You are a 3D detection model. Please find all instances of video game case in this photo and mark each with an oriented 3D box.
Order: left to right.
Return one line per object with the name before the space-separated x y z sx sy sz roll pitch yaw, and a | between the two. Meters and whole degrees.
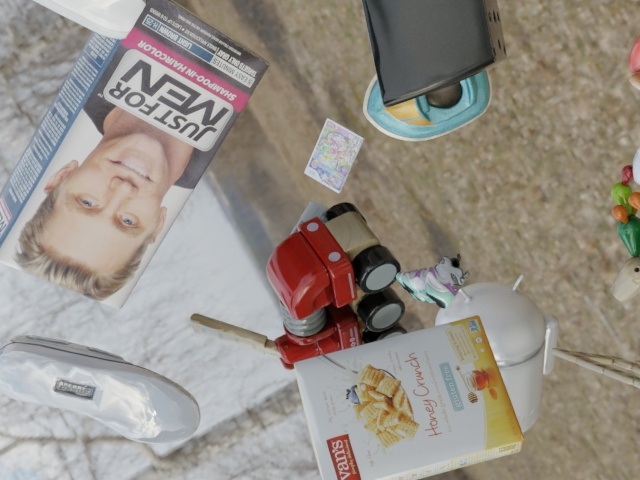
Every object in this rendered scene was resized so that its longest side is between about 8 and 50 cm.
video game case | 0.026 -0.166 1.959 0.087 0.122 0.011 32 -159 21

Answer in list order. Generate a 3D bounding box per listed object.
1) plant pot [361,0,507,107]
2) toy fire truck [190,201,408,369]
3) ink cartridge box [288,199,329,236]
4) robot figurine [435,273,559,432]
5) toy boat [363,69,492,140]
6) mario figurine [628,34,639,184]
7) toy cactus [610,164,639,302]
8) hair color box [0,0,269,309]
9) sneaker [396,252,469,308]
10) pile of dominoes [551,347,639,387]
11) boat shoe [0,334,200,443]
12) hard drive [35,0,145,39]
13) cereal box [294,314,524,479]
plant pot | 0.174 -0.308 1.473 0.187 0.167 0.188 -33 -67 -67
toy fire truck | -0.036 0.081 1.290 0.158 0.246 0.217 54 164 39
ink cartridge box | 0.000 0.000 1.350 0.029 0.062 0.115 25 166 27
robot figurine | 0.312 0.225 1.860 0.200 0.300 0.353 40 141 51
toy boat | 0.194 -0.354 2.027 0.148 0.268 0.318 -92 -19 -72
mario figurine | 0.525 -0.169 1.362 0.170 0.198 0.320 100 167 -49
toy cactus | 0.469 0.015 1.403 0.219 0.112 0.180 46 139 17
hair color box | -0.228 -0.109 1.169 0.174 0.347 0.105 27 -170 -34
sneaker | 0.137 0.039 1.170 0.098 0.069 0.038 24 158 54
pile of dominoes | 0.448 0.164 1.289 0.251 0.196 0.040 -161 81 -68
boat shoe | -0.270 0.172 1.242 0.258 0.095 0.084 24 -164 -14
hard drive | -0.246 -0.301 0.792 0.233 0.047 0.353 25 -150 -25
cereal box | 0.102 0.199 1.210 0.047 0.240 0.173 81 174 -58
